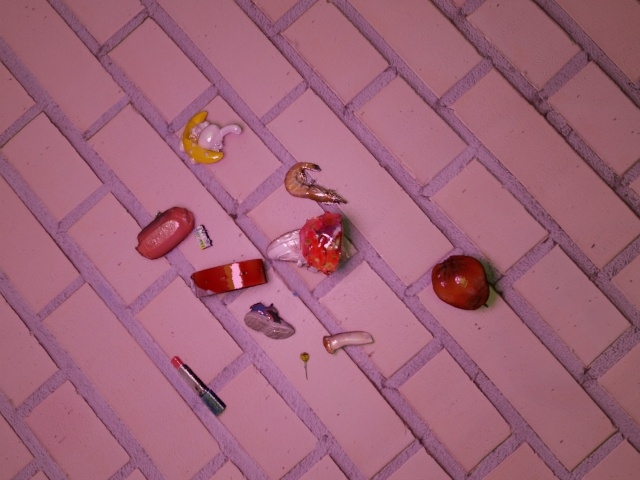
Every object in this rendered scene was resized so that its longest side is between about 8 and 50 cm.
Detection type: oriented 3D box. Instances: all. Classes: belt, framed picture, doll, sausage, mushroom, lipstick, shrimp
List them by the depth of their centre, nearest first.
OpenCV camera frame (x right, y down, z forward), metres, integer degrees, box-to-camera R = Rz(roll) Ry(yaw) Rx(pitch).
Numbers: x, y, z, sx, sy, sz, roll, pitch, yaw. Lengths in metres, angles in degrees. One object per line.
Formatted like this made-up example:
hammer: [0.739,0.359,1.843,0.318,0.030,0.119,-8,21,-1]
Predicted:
belt: [-0.382,0.161,1.790,0.323,0.227,0.115,-13,83,14]
mushroom: [0.114,0.424,1.827,0.209,0.084,0.071,-10,107,-1]
sausage: [-0.666,-0.031,1.849,0.279,0.152,0.152,-39,86,1]
lipstick: [-0.532,0.619,1.854,0.312,0.051,0.051,45,90,6]
shrimp: [-0.013,-0.249,1.888,0.295,0.058,0.169,17,85,7]
doll: [-0.497,-0.444,1.892,0.237,0.111,0.252,36,89,20]
framed picture: [-0.719,-0.083,1.926,0.066,0.006,0.089,31,88,4]

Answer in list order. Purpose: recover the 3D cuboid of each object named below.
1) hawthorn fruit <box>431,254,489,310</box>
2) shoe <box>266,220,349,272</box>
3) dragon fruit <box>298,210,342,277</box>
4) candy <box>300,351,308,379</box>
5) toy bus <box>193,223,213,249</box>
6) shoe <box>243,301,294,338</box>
hawthorn fruit: [0.585,0.188,1.760,0.224,0.224,0.261,-42,101,-1]
shoe: [-0.048,0.042,1.808,0.350,0.172,0.198,-18,86,1]
dragon fruit: [-0.004,-0.004,1.667,0.161,0.126,0.274,4,72,-6]
candy: [-0.065,0.540,1.851,0.035,0.035,0.123,-2,96,34]
toy bus: [-0.517,-0.014,1.892,0.058,0.052,0.102,-24,88,0]
shoe: [-0.215,0.335,1.847,0.227,0.126,0.099,27,125,-19]
